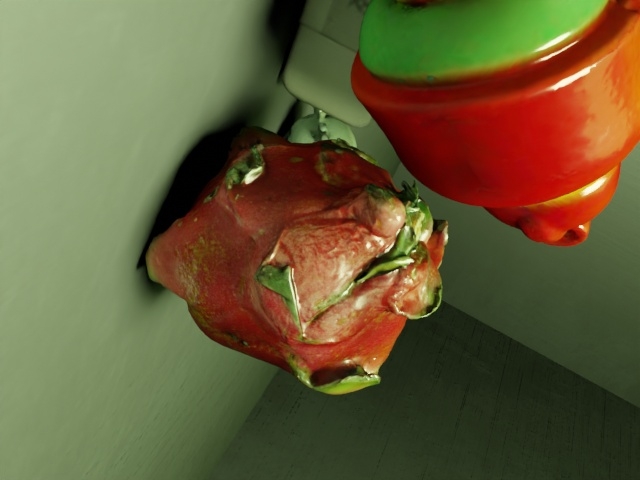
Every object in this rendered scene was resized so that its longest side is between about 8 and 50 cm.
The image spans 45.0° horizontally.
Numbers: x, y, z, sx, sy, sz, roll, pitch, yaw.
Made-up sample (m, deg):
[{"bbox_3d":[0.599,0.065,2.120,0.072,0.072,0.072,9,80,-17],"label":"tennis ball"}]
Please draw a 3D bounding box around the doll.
[{"bbox_3d":[0.114,-0.109,0.489,0.363,0.183,0.160,52,48,-42],"label":"doll"}]

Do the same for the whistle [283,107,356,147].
[{"bbox_3d":[-0.009,-0.068,0.800,0.235,0.077,0.113,106,-26,-75],"label":"whistle"}]

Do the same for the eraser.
[{"bbox_3d":[0.067,-0.242,0.534,0.061,0.089,0.351,-50,167,-51],"label":"eraser"}]

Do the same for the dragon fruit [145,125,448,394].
[{"bbox_3d":[-0.002,0.000,0.580,0.200,0.198,0.269,-18,-174,18],"label":"dragon fruit"}]
